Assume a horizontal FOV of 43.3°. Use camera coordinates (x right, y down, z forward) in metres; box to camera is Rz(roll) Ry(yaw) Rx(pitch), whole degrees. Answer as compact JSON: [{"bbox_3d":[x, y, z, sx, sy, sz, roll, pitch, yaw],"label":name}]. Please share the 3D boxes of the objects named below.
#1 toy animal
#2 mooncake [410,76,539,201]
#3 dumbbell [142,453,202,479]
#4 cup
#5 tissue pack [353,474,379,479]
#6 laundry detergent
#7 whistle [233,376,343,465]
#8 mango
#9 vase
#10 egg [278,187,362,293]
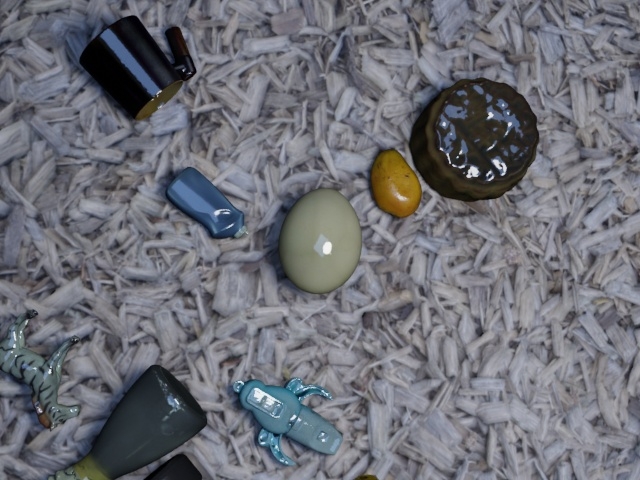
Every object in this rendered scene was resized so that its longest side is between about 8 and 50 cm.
[{"bbox_3d":[-0.586,0.262,1.719,0.170,0.090,0.255,-39,86,-8],"label":"toy animal"},{"bbox_3d":[0.367,-0.234,1.895,0.290,0.161,0.291,1,83,-7],"label":"mooncake"},{"bbox_3d":[-0.263,0.621,1.652,0.203,0.204,0.322,-39,88,-12],"label":"dumbbell"},{"bbox_3d":[-0.388,-0.403,1.809,0.239,0.166,0.177,-41,93,-11],"label":"cup"},{"bbox_3d":[0.092,0.603,1.675,0.192,0.271,0.134,-32,92,-12],"label":"tissue pack"},{"bbox_3d":[-0.248,-0.072,1.831,0.206,0.061,0.097,40,70,-2],"label":"laundry detergent"},{"bbox_3d":[-0.074,0.384,1.775,0.273,0.093,0.186,33,78,-6],"label":"whistle"},{"bbox_3d":[0.171,-0.131,1.887,0.115,0.089,0.165,-30,84,-13],"label":"mango"},{"bbox_3d":[-0.409,0.424,1.688,0.321,0.173,0.173,-41,89,-6],"label":"vase"},{"bbox_3d":[0.000,0.000,1.793,0.185,0.186,0.242,7,69,-7],"label":"egg"}]
